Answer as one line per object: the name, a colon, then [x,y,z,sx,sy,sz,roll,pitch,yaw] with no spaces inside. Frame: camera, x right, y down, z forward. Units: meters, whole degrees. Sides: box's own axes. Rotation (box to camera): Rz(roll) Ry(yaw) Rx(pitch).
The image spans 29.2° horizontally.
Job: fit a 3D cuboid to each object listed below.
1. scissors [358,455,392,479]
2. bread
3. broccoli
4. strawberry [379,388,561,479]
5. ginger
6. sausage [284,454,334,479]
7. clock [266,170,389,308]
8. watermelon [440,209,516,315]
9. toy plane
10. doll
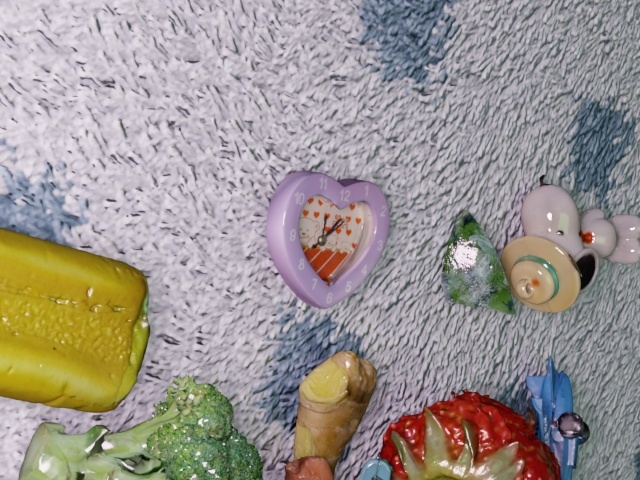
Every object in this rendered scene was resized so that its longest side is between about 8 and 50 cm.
scissors: [0.040,0.478,1.653,0.180,0.032,0.392,11,99,-14]
bread: [-0.338,0.065,1.215,0.384,0.112,0.166,20,78,-44]
broccoli: [-0.189,0.268,1.347,0.270,0.270,0.269,22,82,-14]
strawberry: [0.232,0.338,1.760,0.343,0.292,0.292,-14,109,-64]
ginger: [0.012,0.280,1.641,0.131,0.086,0.294,-19,120,-55]
sausage: [-0.021,0.419,1.583,0.078,0.078,0.304,-8,109,-44]
clock: [0.000,0.000,1.574,0.198,0.064,0.172,6,94,-45]
watermelon: [0.222,0.037,1.821,0.101,0.080,0.155,-13,114,-6]
toy plane: [0.374,0.331,1.953,0.254,0.105,0.271,40,46,-64]
doll: [0.408,0.024,1.932,0.271,0.144,0.208,22,73,-40]
